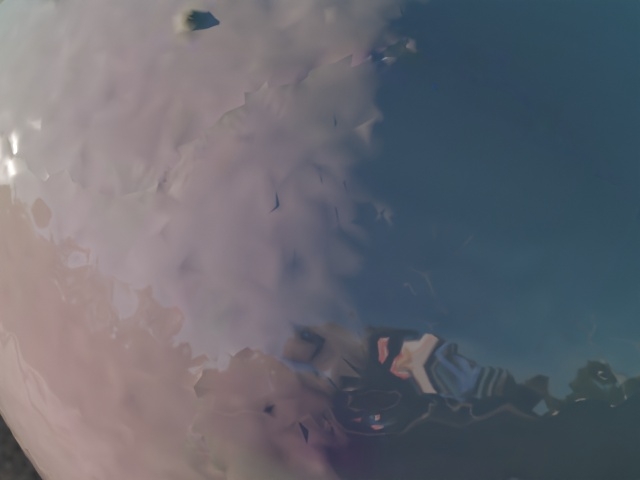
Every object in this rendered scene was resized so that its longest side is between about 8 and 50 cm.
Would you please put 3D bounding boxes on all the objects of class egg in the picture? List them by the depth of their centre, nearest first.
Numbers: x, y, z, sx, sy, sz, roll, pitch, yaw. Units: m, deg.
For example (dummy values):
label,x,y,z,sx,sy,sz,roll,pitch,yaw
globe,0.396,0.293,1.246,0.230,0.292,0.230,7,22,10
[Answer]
label,x,y,z,sx,sy,sz,roll,pitch,yaw
egg,0.000,0.000,0.785,0.340,0.354,0.354,18,28,-4
